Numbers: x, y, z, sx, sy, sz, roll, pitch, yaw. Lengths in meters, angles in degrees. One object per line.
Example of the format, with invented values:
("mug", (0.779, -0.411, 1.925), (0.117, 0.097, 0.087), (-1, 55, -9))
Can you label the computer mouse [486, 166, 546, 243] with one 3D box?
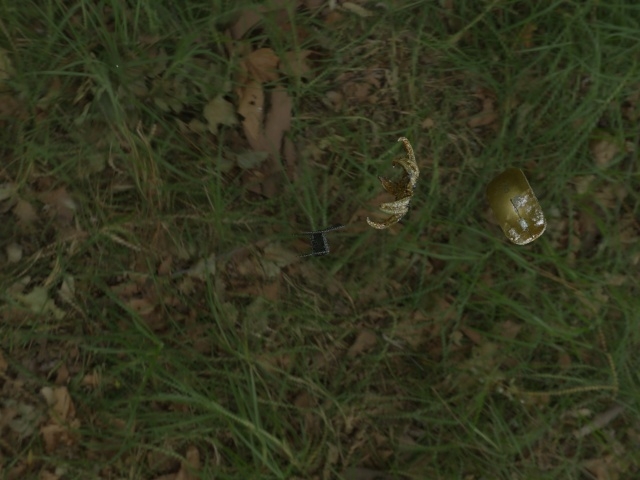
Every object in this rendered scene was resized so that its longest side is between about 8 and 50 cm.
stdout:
("computer mouse", (0.448, -0.083, 1.774), (0.102, 0.199, 0.045), (-33, 140, 24))

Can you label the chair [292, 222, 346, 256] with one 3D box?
("chair", (0.001, 0.002, 1.128), (0.086, 0.037, 0.042), (-15, 92, -42))

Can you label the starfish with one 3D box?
("starfish", (0.161, -0.120, 1.628), (0.074, 0.146, 0.190), (17, 77, -6))
